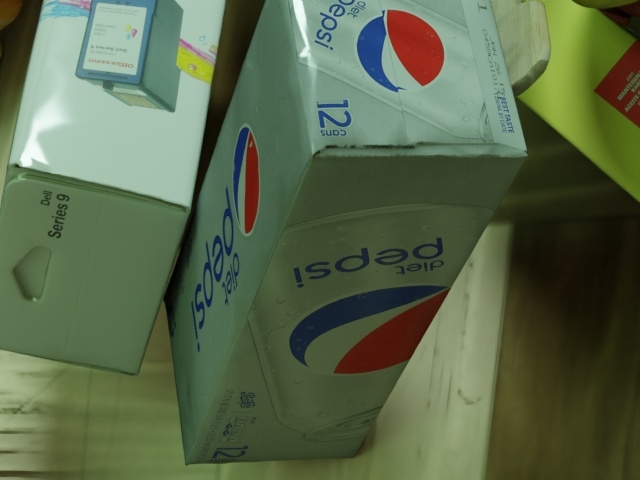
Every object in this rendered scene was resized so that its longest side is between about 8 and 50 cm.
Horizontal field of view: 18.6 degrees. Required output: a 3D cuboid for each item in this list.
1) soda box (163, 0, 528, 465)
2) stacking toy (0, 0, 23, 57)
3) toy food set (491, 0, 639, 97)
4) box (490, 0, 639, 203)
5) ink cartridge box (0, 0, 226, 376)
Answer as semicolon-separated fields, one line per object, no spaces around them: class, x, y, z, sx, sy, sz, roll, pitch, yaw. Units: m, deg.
soda box;0.000;0.000;0.871;0.286;0.091;0.098;114;151;-56
stacking toy;-0.271;-0.107;1.219;0.175;0.165;0.302;33;109;51
toy food set;0.173;-0.129;0.816;0.218;0.071;0.128;-38;24;15
box;0.160;-0.041;0.865;0.058;0.087;0.232;-52;48;10
ink cartridge box;-0.109;-0.061;1.007;0.154;0.093;0.212;111;170;-51
